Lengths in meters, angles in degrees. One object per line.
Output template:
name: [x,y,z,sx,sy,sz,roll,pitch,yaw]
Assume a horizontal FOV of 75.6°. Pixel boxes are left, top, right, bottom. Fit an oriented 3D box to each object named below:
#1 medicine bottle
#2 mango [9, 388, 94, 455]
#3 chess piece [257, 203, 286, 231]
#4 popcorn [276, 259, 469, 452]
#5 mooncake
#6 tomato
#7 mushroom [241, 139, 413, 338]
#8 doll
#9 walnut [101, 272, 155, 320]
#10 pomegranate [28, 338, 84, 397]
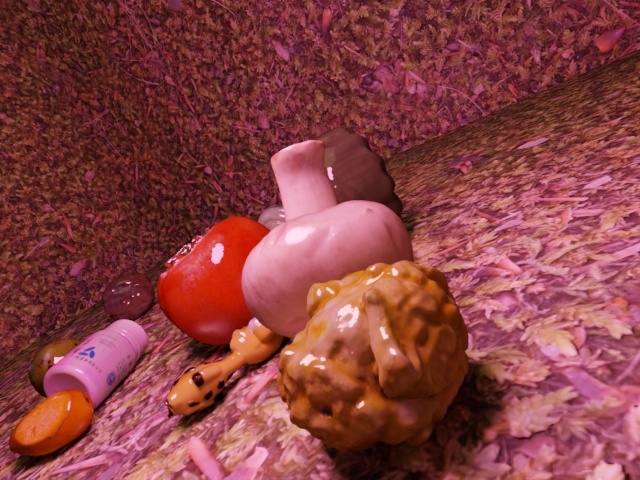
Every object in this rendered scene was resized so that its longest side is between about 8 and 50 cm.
medicine bottle: [-0.589,0.328,1.110,0.151,0.152,0.254,-23,13,17]
mango: [-0.599,0.414,0.920,0.217,0.102,0.141,-27,36,12]
chess piece: [-0.174,0.008,1.509,0.194,0.195,0.299,-21,23,25]
popcorn: [0.062,0.135,0.503,0.256,0.195,0.255,-45,7,2]
mooncake: [0.069,-0.130,1.153,0.194,0.357,0.356,-33,14,-17]
tomato: [-0.241,0.108,1.043,0.341,0.273,0.341,-39,13,11]
mushroom: [0.021,0.024,0.722,0.314,0.357,0.315,5,25,-2]
doll: [-0.170,0.232,0.804,0.291,0.086,0.117,-35,-15,-36]
walnut: [-0.844,0.251,1.829,0.224,0.224,0.224,-25,13,6]
pomegranate: [-0.723,0.386,1.167,0.179,0.180,0.210,-26,44,2]
